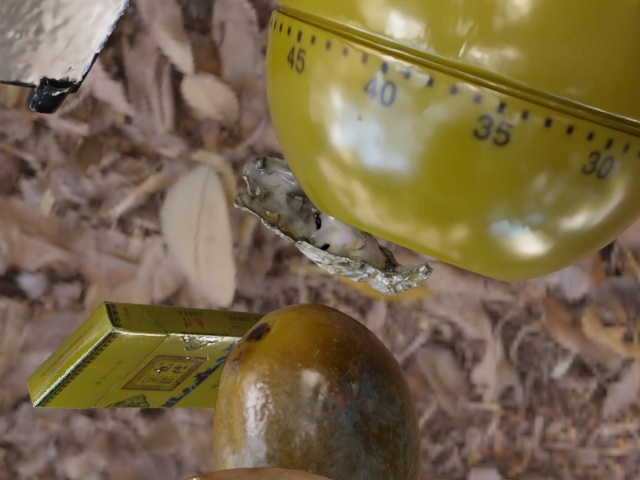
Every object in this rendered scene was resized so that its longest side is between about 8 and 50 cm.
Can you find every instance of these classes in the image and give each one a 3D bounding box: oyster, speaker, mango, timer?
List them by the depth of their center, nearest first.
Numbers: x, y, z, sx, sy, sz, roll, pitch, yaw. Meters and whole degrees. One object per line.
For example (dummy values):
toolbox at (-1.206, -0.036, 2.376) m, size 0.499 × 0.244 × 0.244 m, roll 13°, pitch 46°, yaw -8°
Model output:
timer at (0.142, -0.172, 1.247) m, size 0.376 × 0.376 × 0.387 m, roll 19°, pitch 96°, yaw -6°
mango at (0.003, 0.211, 1.402) m, size 0.146 × 0.193 × 0.316 m, roll 4°, pitch 107°, yaw 56°
speaker at (-0.304, -0.274, 1.485) m, size 0.232 × 0.184 × 0.254 m, roll 2°, pitch 132°, yaw -47°
oyster at (0.001, -0.002, 1.519) m, size 0.200 × 0.106 × 0.061 m, roll 45°, pitch 142°, yaw 0°

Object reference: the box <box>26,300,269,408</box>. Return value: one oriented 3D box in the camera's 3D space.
box at (-0.155, 0.126, 1.709) m, size 0.279 × 0.041 × 0.153 m, roll 6°, pitch 142°, yaw -45°

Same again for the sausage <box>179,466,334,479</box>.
sausage at (-0.042, 0.271, 0.886) m, size 0.233 × 0.233 × 0.287 m, roll 12°, pitch 153°, yaw -1°
